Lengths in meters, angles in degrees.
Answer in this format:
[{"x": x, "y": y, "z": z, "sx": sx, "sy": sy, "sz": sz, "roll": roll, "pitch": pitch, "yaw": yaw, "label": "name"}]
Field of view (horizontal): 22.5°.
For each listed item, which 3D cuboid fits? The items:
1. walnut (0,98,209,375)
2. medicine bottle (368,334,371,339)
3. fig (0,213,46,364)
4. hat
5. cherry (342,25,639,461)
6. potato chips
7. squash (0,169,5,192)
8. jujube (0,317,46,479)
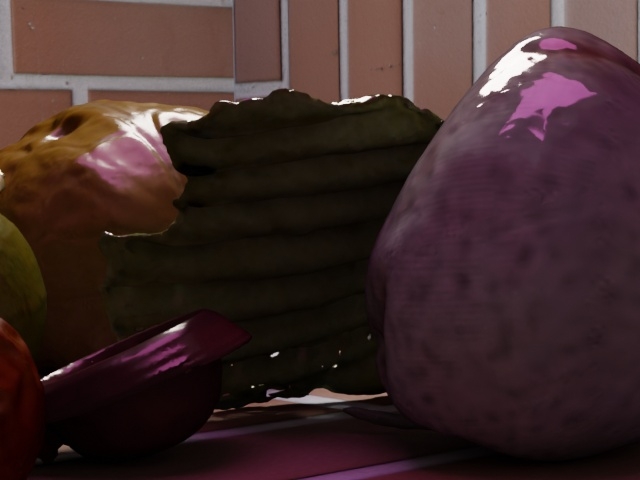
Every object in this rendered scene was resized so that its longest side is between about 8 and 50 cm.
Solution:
[{"x": -0.222, "y": -0.002, "z": 1.773, "sx": 0.354, "sy": 0.307, "sz": 0.398, "roll": -6, "pitch": 4, "yaw": -36, "label": "walnut"}, {"x": 0.171, "y": 0.077, "z": 1.741, "sx": 0.141, "sy": 0.141, "sz": 0.293, "roll": -3, "pitch": 2, "yaw": -34, "label": "medicine bottle"}, {"x": -0.312, "y": 0.069, "z": 1.204, "sx": 0.207, "sy": 0.207, "sz": 0.230, "roll": -1, "pitch": 36, "yaw": 0, "label": "fig"}, {"x": -0.145, "y": 0.124, "z": 1.276, "sx": 0.205, "sy": 0.089, "sz": 0.205, "roll": -23, "pitch": 3, "yaw": 1, "label": "hat"}, {"x": 0.177, "y": 0.021, "z": 1.283, "sx": 0.291, "sy": 0.335, "sz": 0.326, "roll": 23, "pitch": 40, "yaw": 37, "label": "cherry"}, {"x": 0.007, "y": 0.002, "z": 1.473, "sx": 0.389, "sy": 0.373, "sz": 0.097, "roll": 5, "pitch": 42, "yaw": -28, "label": "potato chips"}, {"x": -0.332, "y": 0.059, "z": 1.576, "sx": 0.169, "sy": 0.252, "sz": 0.093, "roll": -24, "pitch": -19, "yaw": -40, "label": "squash"}, {"x": -0.268, "y": 0.106, "z": 0.960, "sx": 0.174, "sy": 0.174, "sz": 0.250, "roll": -3, "pitch": 5, "yaw": -35, "label": "jujube"}]
